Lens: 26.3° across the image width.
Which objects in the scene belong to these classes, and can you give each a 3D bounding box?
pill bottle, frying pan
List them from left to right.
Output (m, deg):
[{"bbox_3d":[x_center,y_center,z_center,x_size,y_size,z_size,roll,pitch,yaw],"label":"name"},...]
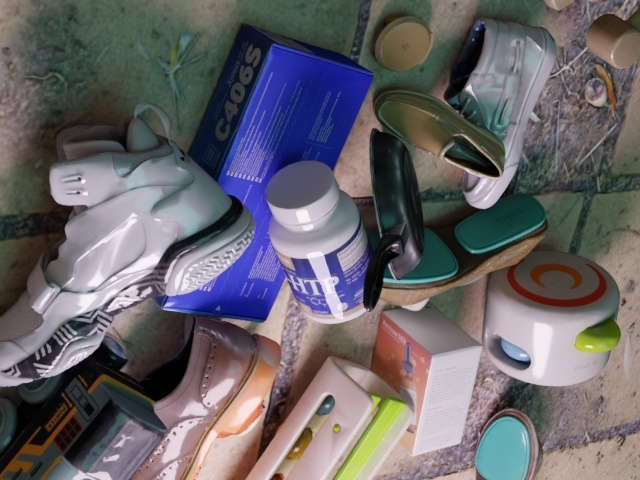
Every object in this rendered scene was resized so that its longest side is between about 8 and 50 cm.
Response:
[{"bbox_3d":[0.000,0.000,1.637,0.112,0.112,0.187,-34,133,-14],"label":"pill bottle"},{"bbox_3d":[0.084,-0.039,1.675,0.053,0.326,0.197,-9,96,11],"label":"frying pan"}]

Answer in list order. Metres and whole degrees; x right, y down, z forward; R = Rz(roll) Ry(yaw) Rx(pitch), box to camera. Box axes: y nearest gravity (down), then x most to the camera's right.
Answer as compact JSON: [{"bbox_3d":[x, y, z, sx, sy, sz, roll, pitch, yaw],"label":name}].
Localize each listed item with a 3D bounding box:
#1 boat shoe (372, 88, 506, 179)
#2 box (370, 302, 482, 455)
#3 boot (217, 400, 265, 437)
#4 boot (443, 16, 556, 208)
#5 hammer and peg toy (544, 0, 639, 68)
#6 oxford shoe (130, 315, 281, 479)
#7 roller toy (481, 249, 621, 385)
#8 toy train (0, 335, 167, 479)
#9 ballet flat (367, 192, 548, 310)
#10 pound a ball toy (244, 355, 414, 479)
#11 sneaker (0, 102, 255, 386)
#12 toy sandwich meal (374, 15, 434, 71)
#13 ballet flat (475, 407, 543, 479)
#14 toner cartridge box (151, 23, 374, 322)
[{"bbox_3d":[0.155,-0.133,1.749,0.190,0.072,0.068,22,120,-11],"label":"boat shoe"},{"bbox_3d":[0.144,0.196,1.957,0.091,0.130,0.171,-9,121,-31],"label":"box"},{"bbox_3d":[-0.100,0.200,1.835,0.084,0.059,0.158,15,115,-44],"label":"boot"},{"bbox_3d":[0.211,-0.171,1.819,0.123,0.095,0.258,10,108,-27],"label":"boot"},{"bbox_3d":[0.375,-0.420,1.745,0.266,0.127,0.361,-37,133,-14],"label":"hammer and peg toy"},{"bbox_3d":[-0.202,0.238,1.744,0.132,0.130,0.364,29,110,-21],"label":"oxford shoe"},{"bbox_3d":[0.335,0.116,2.009,0.191,0.209,0.146,5,121,5],"label":"roller toy"},{"bbox_3d":[-0.329,0.268,1.612,0.334,0.190,0.142,-50,134,0],"label":"toy train"},{"bbox_3d":[0.166,0.030,1.903,0.342,0.116,0.124,-20,147,-30],"label":"ballet flat"},{"bbox_3d":[-0.003,0.329,1.940,0.208,0.135,0.319,21,105,-54],"label":"pound a ball toy"},{"bbox_3d":[-0.273,0.001,1.529,0.365,0.137,0.210,-30,113,7],"label":"sneaker"},{"bbox_3d":[0.103,-0.250,1.720,0.085,0.029,0.086,-13,129,-17],"label":"toy sandwich meal"},{"bbox_3d":[0.306,0.384,2.232,0.106,0.107,0.316,-29,139,-46],"label":"ballet flat"},{"bbox_3d":[-0.080,-0.074,1.660,0.165,0.075,0.348,12,109,-40],"label":"toner cartridge box"}]
